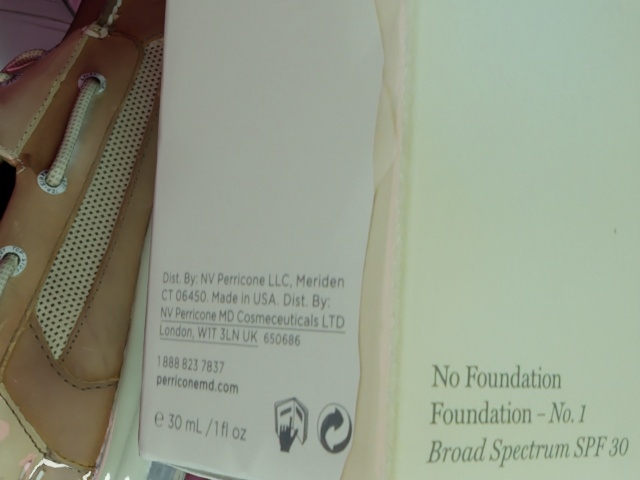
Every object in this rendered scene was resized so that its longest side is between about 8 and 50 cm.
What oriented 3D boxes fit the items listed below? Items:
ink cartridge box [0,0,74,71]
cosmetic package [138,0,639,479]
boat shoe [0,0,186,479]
[{"bbox_3d":[-0.215,-0.128,0.792,0.109,0.063,0.150,-59,46,26],"label":"ink cartridge box"},{"bbox_3d":[0.046,-0.081,0.408,0.113,0.160,0.309,1,87,49],"label":"cosmetic package"},{"bbox_3d":[-0.106,-0.032,0.559,0.123,0.116,0.324,127,151,-49],"label":"boat shoe"}]
